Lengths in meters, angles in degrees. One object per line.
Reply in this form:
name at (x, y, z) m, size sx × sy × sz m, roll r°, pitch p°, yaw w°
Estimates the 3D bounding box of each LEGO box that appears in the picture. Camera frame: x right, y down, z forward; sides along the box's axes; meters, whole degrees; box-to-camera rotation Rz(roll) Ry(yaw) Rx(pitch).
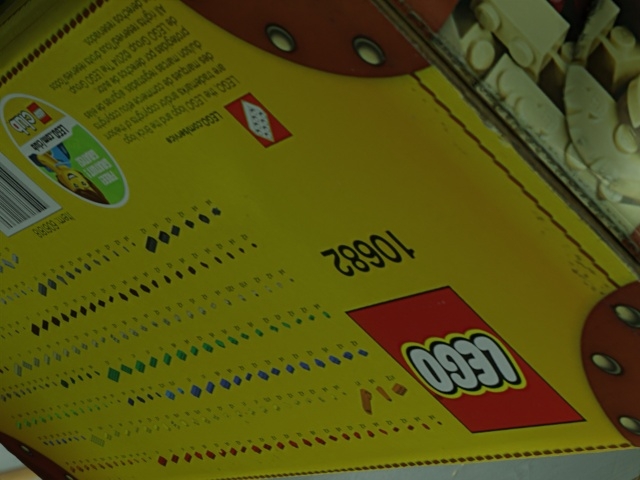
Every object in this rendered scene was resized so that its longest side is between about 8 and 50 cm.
LEGO box at (0.027, -0.107, 0.623) m, size 0.193 × 0.500 × 0.372 m, roll 45°, pitch 64°, yaw -15°
